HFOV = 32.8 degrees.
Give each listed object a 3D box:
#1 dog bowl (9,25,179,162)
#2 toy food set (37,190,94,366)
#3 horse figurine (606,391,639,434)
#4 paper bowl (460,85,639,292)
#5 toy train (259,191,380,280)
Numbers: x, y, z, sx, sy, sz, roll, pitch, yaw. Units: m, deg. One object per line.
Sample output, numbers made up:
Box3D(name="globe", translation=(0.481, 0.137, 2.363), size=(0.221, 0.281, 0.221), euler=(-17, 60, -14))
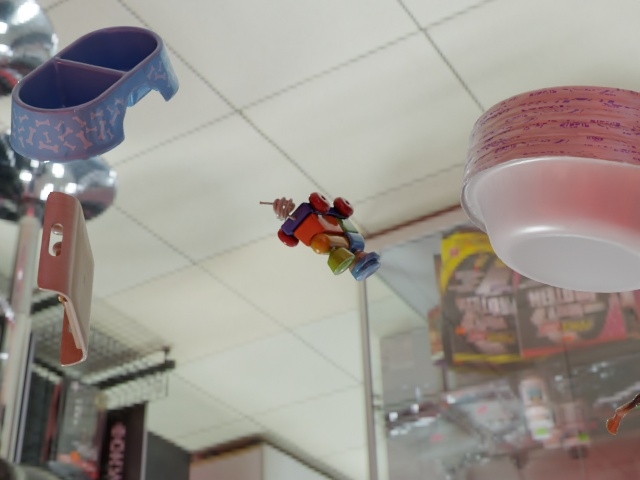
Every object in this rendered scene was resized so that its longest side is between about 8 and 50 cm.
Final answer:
Box3D(name="dog bowl", translation=(-0.321, -0.216, 1.540), size=(0.166, 0.297, 0.074), euler=(14, 130, 21))
Box3D(name="toy food set", translation=(-0.510, 0.080, 2.136), size=(0.092, 0.219, 0.306), euler=(-1, 146, -3))
Box3D(name="horse figurine", translation=(0.374, 0.190, 1.036), size=(0.066, 0.263, 0.174), euler=(26, 120, -27))
Box3D(name="paper bowl", translation=(0.297, -0.040, 1.209), size=(0.284, 0.148, 0.284), euler=(11, 160, 4))
Box3D(name="toy train", translation=(0.000, 0.000, 1.827), size=(0.105, 0.143, 0.248), euler=(-48, 156, 18))
